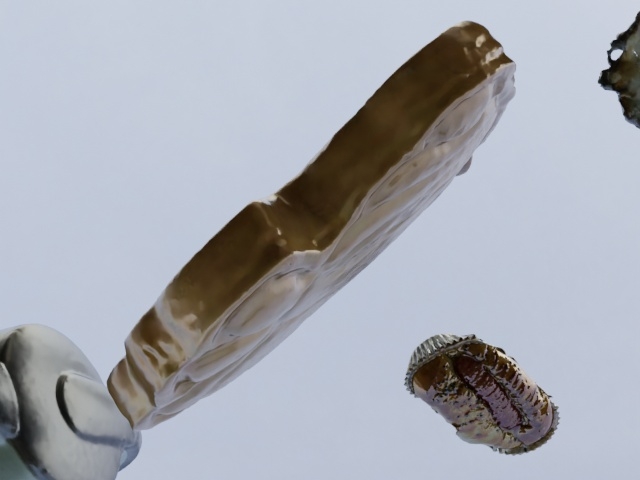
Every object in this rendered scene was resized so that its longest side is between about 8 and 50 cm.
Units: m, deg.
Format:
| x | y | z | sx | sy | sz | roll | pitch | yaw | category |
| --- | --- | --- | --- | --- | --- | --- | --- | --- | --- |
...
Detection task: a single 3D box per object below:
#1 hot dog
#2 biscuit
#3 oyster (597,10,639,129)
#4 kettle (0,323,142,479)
| x | y | z | sx | sy | sz | roll | pitch | yaw | category |
| --- | --- | --- | --- | --- | --- | --- | --- | --- | --- |
| 0.168 | 0.159 | 1.764 | 0.099 | 0.192 | 0.053 | -41 | -150 | 17 | hot dog |
| 0.000 | 0.000 | 1.073 | 0.312 | 0.351 | 0.057 | -41 | -96 | -23 | biscuit |
| 0.443 | -0.212 | 1.909 | 0.259 | 0.198 | 0.092 | -47 | 179 | 17 | oyster |
| -0.252 | 0.164 | 1.264 | 0.236 | 0.221 | 0.161 | -27 | -116 | 22 | kettle |
